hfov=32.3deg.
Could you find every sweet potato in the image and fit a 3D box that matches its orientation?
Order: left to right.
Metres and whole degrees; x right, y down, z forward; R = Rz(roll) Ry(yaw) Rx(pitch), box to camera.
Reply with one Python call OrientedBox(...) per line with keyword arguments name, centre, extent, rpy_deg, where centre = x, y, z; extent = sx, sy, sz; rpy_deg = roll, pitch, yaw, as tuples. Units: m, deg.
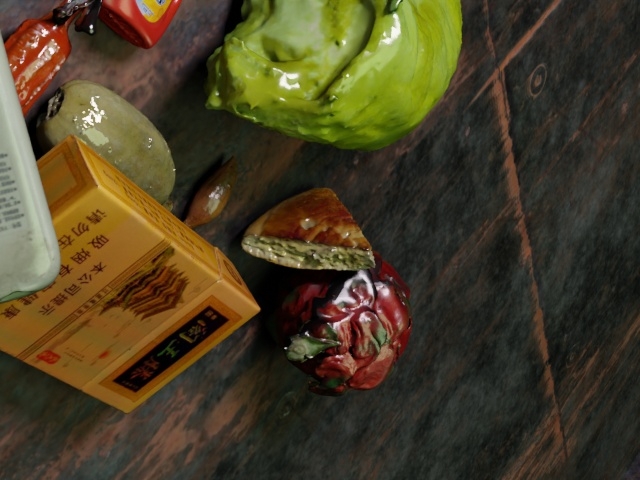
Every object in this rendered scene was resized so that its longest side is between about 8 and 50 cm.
OrientedBox(name="sweet potato", centre=(-0.112, -0.048, 1.152), extent=(0.095, 0.034, 0.034), rpy_deg=(-57, 144, -11))

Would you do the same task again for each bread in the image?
OrientedBox(name="bread", centre=(-0.025, -0.003, 1.233), extent=(0.135, 0.154, 0.054), rpy_deg=(-7, 121, -23))

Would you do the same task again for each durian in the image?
OrientedBox(name="durian", centre=(0.042, -0.214, 1.126), extent=(0.339, 0.204, 0.256), rpy_deg=(11, 88, -56))

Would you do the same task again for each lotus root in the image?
OrientedBox(name="lotus root", centre=(-0.183, -0.075, 1.001), extent=(0.090, 0.077, 0.183), rpy_deg=(-57, 143, -14))

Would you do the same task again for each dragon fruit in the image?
OrientedBox(name="dragon fruit", centre=(0.026, 0.091, 1.308), extent=(0.182, 0.189, 0.182), rpy_deg=(-8, 119, -14))

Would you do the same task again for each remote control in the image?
OrientedBox(name="remote control", centre=(-0.265, -0.101, 0.810), extent=(0.090, 0.038, 0.310), rpy_deg=(-17, 102, -18))

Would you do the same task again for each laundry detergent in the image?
OrientedBox(name="laundry detergent", centre=(-0.139, -0.259, 0.985), extent=(0.165, 0.049, 0.097), rpy_deg=(-62, 153, -10))

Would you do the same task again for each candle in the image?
OrientedBox(name="candle", centre=(-0.267, -0.097, 0.894), extent=(0.302, 0.059, 0.084), rpy_deg=(-55, 156, -15))

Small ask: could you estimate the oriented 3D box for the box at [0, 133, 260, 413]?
OrientedBox(name="box", centre=(-0.195, 0.041, 0.992), extent=(0.174, 0.076, 0.274), rpy_deg=(-37, 144, 7))
